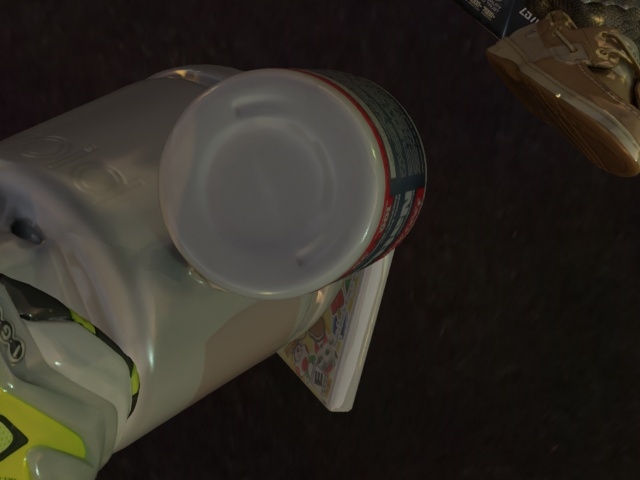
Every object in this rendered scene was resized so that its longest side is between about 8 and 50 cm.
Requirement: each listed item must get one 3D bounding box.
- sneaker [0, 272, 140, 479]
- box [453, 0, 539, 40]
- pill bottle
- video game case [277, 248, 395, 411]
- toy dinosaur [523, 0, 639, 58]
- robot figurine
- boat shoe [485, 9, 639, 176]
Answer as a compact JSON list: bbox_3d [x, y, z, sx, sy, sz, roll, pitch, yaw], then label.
[{"bbox_3d":[-0.231,0.048,0.850,0.145,0.385,0.147,-2,61,43],"label":"sneaker"},{"bbox_3d":[0.221,-0.215,1.689,0.147,0.077,0.180,42,34,11],"label":"box"},{"bbox_3d":[-0.004,-0.032,0.964,0.108,0.180,0.108,1,95,14],"label":"pill bottle"},{"bbox_3d":[0.000,0.000,1.656,0.026,0.206,0.227,3,112,-28],"label":"video game case"},{"bbox_3d":[0.196,-0.126,1.255,0.121,0.160,0.313,-22,120,6],"label":"toy dinosaur"},{"bbox_3d":[-0.114,0.007,1.227,0.353,0.300,0.199,-30,110,-47],"label":"robot figurine"},{"bbox_3d":[0.138,-0.085,1.002,0.059,0.170,0.063,-40,117,2],"label":"boat shoe"}]
